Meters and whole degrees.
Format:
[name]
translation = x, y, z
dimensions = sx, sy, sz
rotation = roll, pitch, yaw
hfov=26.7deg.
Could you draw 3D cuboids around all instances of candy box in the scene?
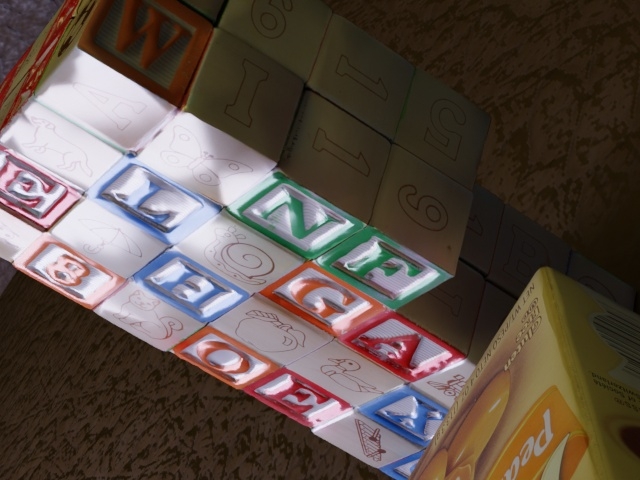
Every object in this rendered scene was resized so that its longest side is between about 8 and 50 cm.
[candy box]
translation = 0.073, 0.152, 0.419
dimensions = 0.183, 0.087, 0.316
rotation = -62, 5, 19

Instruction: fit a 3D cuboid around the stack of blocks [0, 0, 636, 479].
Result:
[stack of blocks]
translation = 0.000, 0.000, 0.604
dimensions = 0.171, 0.297, 0.087
rotation = -33, 31, 50
